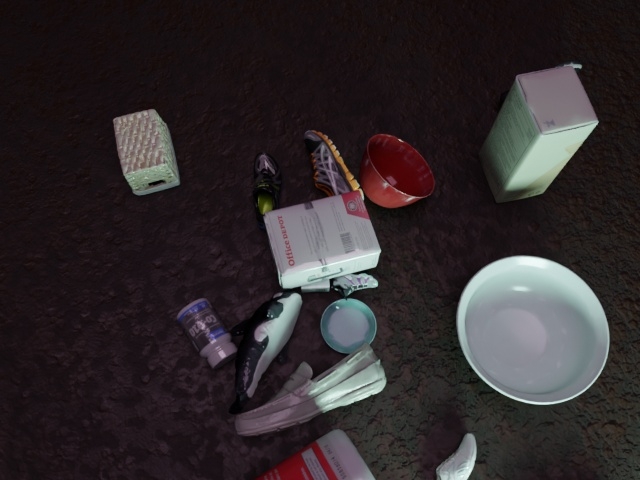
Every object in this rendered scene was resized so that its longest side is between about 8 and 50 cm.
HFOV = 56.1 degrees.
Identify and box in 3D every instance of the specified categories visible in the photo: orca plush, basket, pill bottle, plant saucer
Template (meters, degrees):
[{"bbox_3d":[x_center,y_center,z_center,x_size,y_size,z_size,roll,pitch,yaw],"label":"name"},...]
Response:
[{"bbox_3d":[-0.137,0.213,1.226,0.102,0.151,0.287,8,59,22],"label":"orca plush"},{"bbox_3d":[-0.403,-0.206,1.389,0.113,0.103,0.167,-15,72,-4],"label":"basket"},{"bbox_3d":[-0.080,0.535,1.060,0.408,0.229,0.229,-29,73,-10],"label":"pill bottle"},{"bbox_3d":[0.060,0.185,1.294,0.120,0.021,0.119,0,71,1],"label":"plant saucer"},{"bbox_3d":[-0.234,0.196,1.259,0.078,0.078,0.137,-35,74,-12],"label":"pill bottle"}]

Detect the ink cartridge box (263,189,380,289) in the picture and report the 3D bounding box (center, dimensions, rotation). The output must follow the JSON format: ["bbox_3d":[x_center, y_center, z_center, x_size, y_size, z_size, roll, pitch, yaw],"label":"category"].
[{"bbox_3d":[0.000,0.000,1.293,0.218,0.092,0.158,-13,65,-8],"label":"ink cartridge box"}]

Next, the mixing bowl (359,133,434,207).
[{"bbox_3d":[0.155,-0.141,1.353,0.182,0.098,0.181,20,47,-23],"label":"mixing bowl"}]

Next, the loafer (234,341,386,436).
[{"bbox_3d":[-0.026,0.301,1.207,0.320,0.112,0.111,-18,76,-16],"label":"loafer"}]

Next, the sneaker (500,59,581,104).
[{"bbox_3d":[0.545,-0.358,1.473,0.235,0.084,0.097,-29,97,-9],"label":"sneaker"}]

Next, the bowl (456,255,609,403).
[{"bbox_3d":[0.416,0.189,1.234,0.298,0.134,0.297,0,71,1],"label":"bowl"}]

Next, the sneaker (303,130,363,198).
[{"bbox_3d":[0.014,-0.162,1.387,0.083,0.084,0.214,-31,74,-5],"label":"sneaker"}]

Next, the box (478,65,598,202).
[{"bbox_3d":[0.449,-0.214,1.283,0.121,0.311,0.147,-12,71,-5],"label":"box"}]

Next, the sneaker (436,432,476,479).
[{"bbox_3d":[0.265,0.450,1.184,0.061,0.053,0.152,21,72,10],"label":"sneaker"}]

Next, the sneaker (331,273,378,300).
[{"bbox_3d":[0.072,0.104,1.307,0.098,0.038,0.069,11,52,14],"label":"sneaker"}]

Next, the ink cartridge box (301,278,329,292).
[{"bbox_3d":[-0.014,0.057,1.334,0.063,0.029,0.115,-3,65,-1],"label":"ink cartridge box"}]

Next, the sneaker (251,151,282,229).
[{"bbox_3d":[-0.121,-0.120,1.372,0.067,0.078,0.188,-2,70,-1],"label":"sneaker"}]
